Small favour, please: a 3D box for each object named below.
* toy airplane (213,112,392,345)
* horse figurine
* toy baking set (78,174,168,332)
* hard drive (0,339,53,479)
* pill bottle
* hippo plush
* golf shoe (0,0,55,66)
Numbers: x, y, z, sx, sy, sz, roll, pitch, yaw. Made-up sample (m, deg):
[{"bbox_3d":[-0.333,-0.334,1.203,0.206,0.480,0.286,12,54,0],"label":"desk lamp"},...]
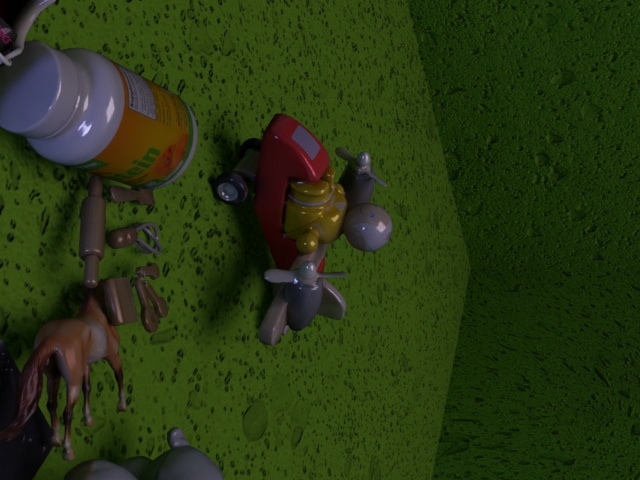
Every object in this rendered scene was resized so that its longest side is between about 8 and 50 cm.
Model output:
[{"bbox_3d":[0.000,0.000,1.384,0.384,0.273,0.386,22,70,-66],"label":"toy airplane"},{"bbox_3d":[-0.283,0.144,0.892,0.263,0.066,0.174,-36,123,-81],"label":"horse figurine"},{"bbox_3d":[-0.260,0.009,1.023,0.196,0.030,0.256,58,19,-59],"label":"toy baking set"},{"bbox_3d":[-0.380,0.237,0.765,0.254,0.054,0.172,-60,144,-50],"label":"hard drive"},{"bbox_3d":[-0.267,-0.148,0.925,0.246,0.136,0.136,17,74,-66],"label":"pill bottle"},{"bbox_3d":[-0.212,0.318,0.936,0.236,0.294,0.234,-82,150,-71],"label":"hippo plush"},{"bbox_3d":[-0.361,-0.183,0.730,0.105,0.120,0.272,67,33,-46],"label":"golf shoe"}]
